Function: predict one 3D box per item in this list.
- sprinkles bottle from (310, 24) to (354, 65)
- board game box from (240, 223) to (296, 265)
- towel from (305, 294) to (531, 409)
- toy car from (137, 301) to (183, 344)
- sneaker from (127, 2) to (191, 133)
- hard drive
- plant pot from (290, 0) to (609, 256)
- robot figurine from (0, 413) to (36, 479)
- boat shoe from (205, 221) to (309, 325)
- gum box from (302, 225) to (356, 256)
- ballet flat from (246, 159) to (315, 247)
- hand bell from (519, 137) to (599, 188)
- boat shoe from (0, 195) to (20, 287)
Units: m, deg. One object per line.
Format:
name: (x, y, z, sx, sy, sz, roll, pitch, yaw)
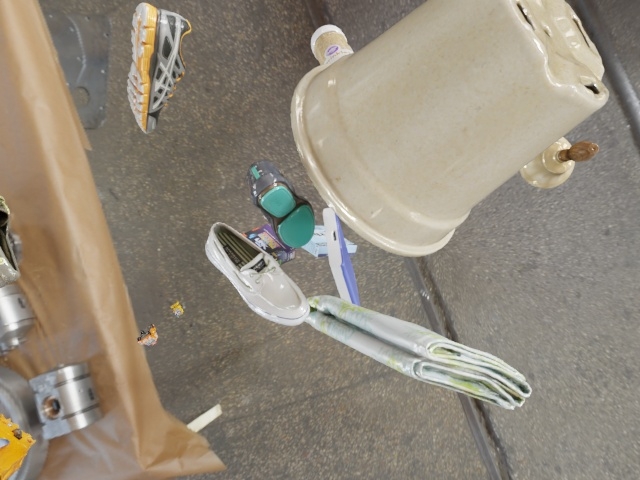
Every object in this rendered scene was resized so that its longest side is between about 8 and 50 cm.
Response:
sprinkles bottle: (0.063, -0.574, 1.781, 0.121, 0.121, 0.355, -29, 45, 11)
board game box: (-0.191, 0.024, 1.880, 0.170, 0.141, 0.048, 40, 140, 34)
towel: (0.181, 0.208, 1.085, 0.320, 0.374, 0.090, 26, 83, -33)
toy car: (-0.368, 0.202, 1.275, 0.122, 0.060, 0.040, -37, 110, -10)
sneaker: (-0.267, -0.275, 0.905, 0.084, 0.083, 0.215, 51, 135, 36)
hard drive: (0.067, 0.086, 1.583, 0.040, 0.319, 0.210, -12, 50, 6)
plant pot: (0.181, -0.190, 0.733, 0.305, 0.334, 0.334, -35, 81, 43)
robot figurine: (-0.360, 0.249, 0.428, 0.085, 0.291, 0.211, 39, 90, -1)
boat shoe: (-0.112, 0.056, 0.925, 0.226, 0.076, 0.083, 35, 58, 14)
gum box: (0.000, 0.000, 1.781, 0.184, 0.157, 0.041, 33, 115, 46)
ballet flat: (-0.058, -0.054, 0.784, 0.074, 0.203, 0.074, -4, 69, 12)
hand bell: (0.498, -0.171, 1.107, 0.126, 0.242, 0.126, 0, 94, 4)
boat shoe: (-0.615, -0.031, 0.998, 0.091, 0.109, 0.305, -20, 57, -14)
